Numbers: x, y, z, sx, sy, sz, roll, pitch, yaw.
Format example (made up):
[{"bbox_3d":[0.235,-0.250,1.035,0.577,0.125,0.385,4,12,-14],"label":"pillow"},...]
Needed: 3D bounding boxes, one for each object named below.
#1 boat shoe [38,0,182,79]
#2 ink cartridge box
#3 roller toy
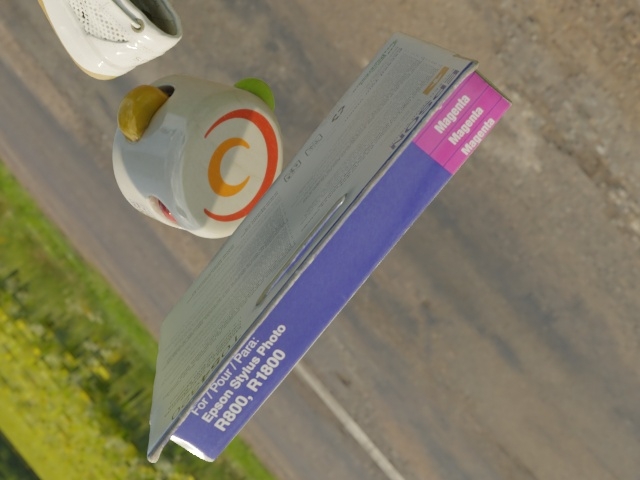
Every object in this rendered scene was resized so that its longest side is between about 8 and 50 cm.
[{"bbox_3d":[-0.192,-0.256,1.008,0.096,0.098,0.277,-16,120,31],"label":"boat shoe"},{"bbox_3d":[0.000,0.000,0.974,0.071,0.324,0.330,38,-174,-13],"label":"ink cartridge box"},{"bbox_3d":[-0.159,-0.108,1.678,0.146,0.209,0.191,21,116,40],"label":"roller toy"}]
